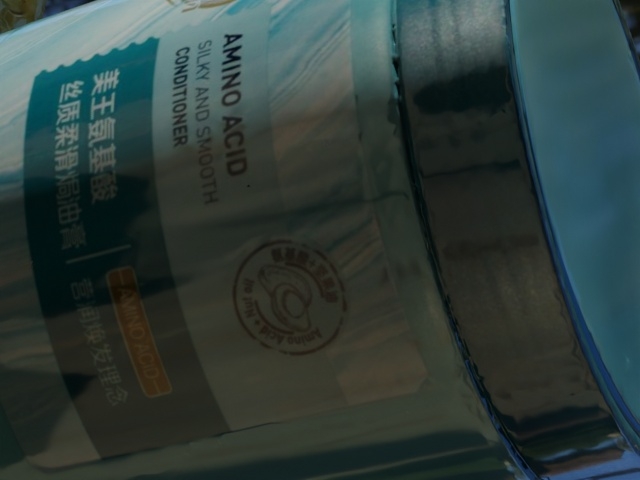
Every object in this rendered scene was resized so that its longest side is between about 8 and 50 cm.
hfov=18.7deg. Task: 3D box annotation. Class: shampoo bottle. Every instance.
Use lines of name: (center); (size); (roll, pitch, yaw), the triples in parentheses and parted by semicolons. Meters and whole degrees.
shampoo bottle: (0.000, 0.000, 1.080); (0.342, 0.331, 0.331); (-14, -86, 22)

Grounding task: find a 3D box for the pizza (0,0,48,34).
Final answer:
pizza: (-0.254, -0.134, 1.394); (0.080, 0.204, 0.188); (-11, -79, 59)
